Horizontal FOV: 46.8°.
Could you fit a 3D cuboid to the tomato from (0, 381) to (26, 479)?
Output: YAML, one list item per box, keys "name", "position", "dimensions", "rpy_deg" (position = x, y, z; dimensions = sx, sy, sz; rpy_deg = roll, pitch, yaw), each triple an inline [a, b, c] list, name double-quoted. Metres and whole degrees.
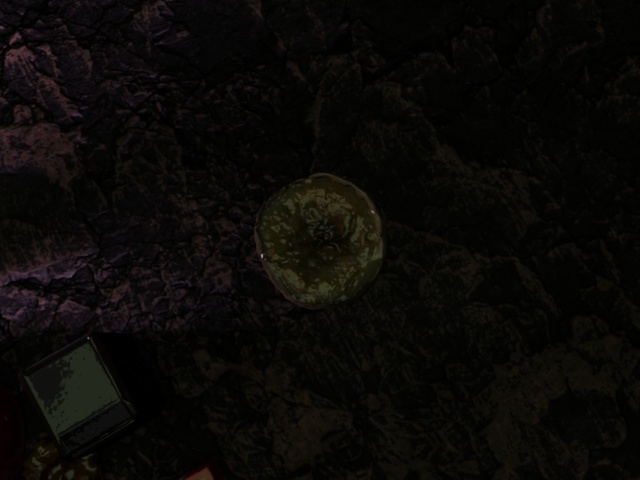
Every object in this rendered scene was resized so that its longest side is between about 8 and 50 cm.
- name: "tomato"
  position: [-0.644, 0.364, 1.325]
  dimensions: [0.140, 0.233, 0.200]
  rpy_deg: [-19, 87, 11]

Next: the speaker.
- name: "speaker"
  position: [-0.400, 0.268, 1.329]
  dimensions: [0.153, 0.231, 0.192]
  rpy_deg: [-30, 83, -4]

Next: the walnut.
- name: "walnut"
  position: [-0.485, 0.446, 1.388]
  dimensions: [0.143, 0.069, 0.170]
  rpy_deg: [16, 84, 1]

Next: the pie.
- name: "pie"
  position: [0.000, 0.000, 1.452]
  dimensions: [0.274, 0.055, 0.274]
  rpy_deg: [0, 82, 0]

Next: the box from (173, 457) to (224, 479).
- name: "box"
  position: [-0.259, 0.464, 1.368]
  dimensions: [0.152, 0.100, 0.048]
  rpy_deg: [-26, 86, -3]
